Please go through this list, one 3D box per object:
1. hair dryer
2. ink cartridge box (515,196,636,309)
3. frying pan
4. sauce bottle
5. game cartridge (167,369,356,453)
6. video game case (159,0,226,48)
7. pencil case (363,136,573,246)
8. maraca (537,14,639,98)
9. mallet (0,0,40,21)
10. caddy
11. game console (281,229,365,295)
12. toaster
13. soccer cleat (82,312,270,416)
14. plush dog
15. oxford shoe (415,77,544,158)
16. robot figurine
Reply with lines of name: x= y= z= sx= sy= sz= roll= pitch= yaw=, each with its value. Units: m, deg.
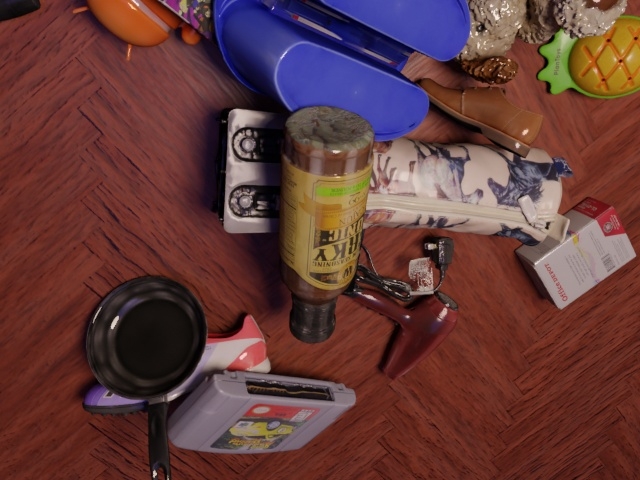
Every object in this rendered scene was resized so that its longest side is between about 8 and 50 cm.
hair dryer: x=0.141 y=0.125 z=0.981 sx=0.224 sy=0.080 sz=0.293 roll=-5 pitch=107 yaw=7
ink cartridge box: x=0.476 y=0.024 z=0.996 sx=0.175 sy=0.072 sz=0.127 roll=-36 pitch=114 yaw=4
frying pan: x=-0.240 y=0.206 z=0.839 sx=0.197 sy=0.053 sz=0.326 roll=-34 pitch=74 yaw=-7
sauce bottle: x=0.000 y=0.000 z=0.701 sx=0.111 sy=0.111 sz=0.344 roll=-5 pitch=132 yaw=-10
game cartridge: x=-0.103 y=0.309 z=0.932 sx=0.294 sy=0.060 sz=0.196 roll=17 pitch=131 yaw=-36
video game case: x=-0.083 y=-0.354 z=0.671 sx=0.042 sy=0.210 sz=0.232 roll=41 pitch=99 yaw=18
pencil case: x=0.175 y=-0.081 z=0.834 sx=0.410 sy=0.183 sz=0.159 roll=3 pitch=111 yaw=-12
maraca: x=0.452 y=-0.294 z=0.858 sx=0.186 sy=0.099 sz=0.127 roll=1 pitch=111 yaw=16
mallet: x=-0.418 y=-0.383 z=0.673 sx=0.062 sy=0.039 sz=0.189 roll=-13 pitch=109 yaw=-7
caddy: x=0.028 y=-0.277 z=0.699 sx=0.341 sy=0.179 sz=0.241 roll=5 pitch=122 yaw=-43
game console: x=0.005 y=0.022 z=0.884 sx=0.122 sy=0.107 sz=0.071 roll=11 pitch=137 yaw=3
toaster: x=-0.098 y=-0.105 z=0.778 sx=0.110 sy=0.186 sz=0.168 roll=2 pitch=103 yaw=-15
soccer cleat: x=-0.250 y=0.214 z=0.914 sx=0.318 sy=0.108 sz=0.116 roll=-13 pitch=93 yaw=-5
plush dog: x=0.267 y=-0.357 z=0.771 sx=0.225 sy=0.210 sz=0.262 roll=-28 pitch=86 yaw=15
oxford shoe: x=0.238 y=-0.205 z=0.806 sx=0.076 sy=0.212 sz=0.076 roll=1 pitch=121 yaw=-60
robot figurine: x=-0.214 y=-0.345 z=0.679 sx=0.219 sy=0.128 sz=0.158 roll=-46 pitch=157 yaw=8
